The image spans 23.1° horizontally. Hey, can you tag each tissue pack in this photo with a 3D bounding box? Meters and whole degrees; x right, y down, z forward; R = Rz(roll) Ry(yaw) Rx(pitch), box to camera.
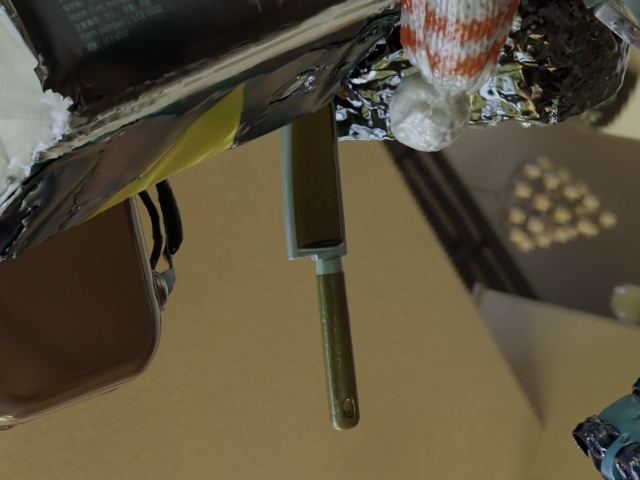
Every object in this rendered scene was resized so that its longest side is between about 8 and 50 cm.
[{"bbox_3d":[-0.140,-0.185,1.076,0.416,0.264,0.253,-32,-7,-47],"label":"tissue pack"}]

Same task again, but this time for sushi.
[{"bbox_3d":[0.106,-0.198,1.412,0.211,0.350,0.170,-49,-50,-44],"label":"sushi"}]

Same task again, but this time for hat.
[{"bbox_3d":[0.078,-0.127,0.909,0.112,0.094,0.162,-66,-21,-60],"label":"hat"}]

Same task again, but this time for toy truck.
[{"bbox_3d":[0.168,0.115,0.749,0.056,0.073,0.090,-33,-63,-10],"label":"toy truck"}]

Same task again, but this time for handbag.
[{"bbox_3d":[-0.237,-0.002,1.321,0.283,0.149,0.301,-10,-97,-41],"label":"handbag"}]

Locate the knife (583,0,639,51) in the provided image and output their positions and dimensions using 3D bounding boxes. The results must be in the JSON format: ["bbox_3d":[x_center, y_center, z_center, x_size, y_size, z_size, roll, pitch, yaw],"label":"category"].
[{"bbox_3d":[0.250,-0.083,1.034,0.278,0.053,0.123,48,-156,-32],"label":"knife"}]

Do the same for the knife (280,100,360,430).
[{"bbox_3d":[-0.001,0.000,1.361,0.061,0.027,0.343,-9,-83,-35],"label":"knife"}]
